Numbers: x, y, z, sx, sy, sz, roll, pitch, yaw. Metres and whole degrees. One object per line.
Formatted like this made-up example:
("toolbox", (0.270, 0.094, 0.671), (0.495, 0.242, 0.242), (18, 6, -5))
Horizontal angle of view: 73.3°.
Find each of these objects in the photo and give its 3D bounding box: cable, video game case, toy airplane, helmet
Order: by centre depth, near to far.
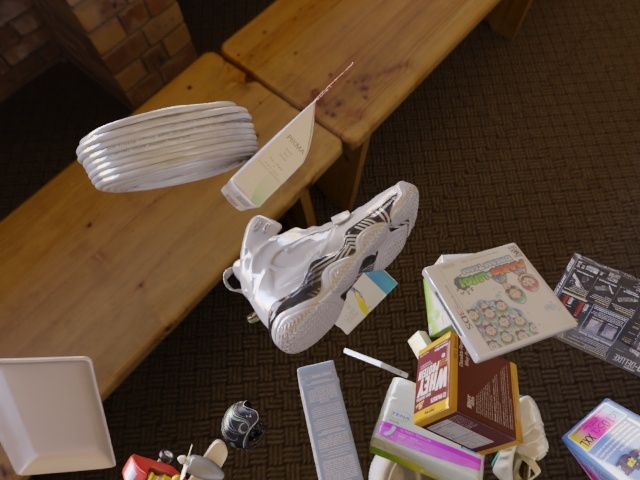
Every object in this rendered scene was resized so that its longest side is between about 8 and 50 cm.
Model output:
("video game case", (0.241, 0.078, 0.588), (0.157, 0.019, 0.143), (-14, 55, -16))
("cable", (-0.224, -0.135, 0.653), (0.257, 0.257, 0.089), (-9, 100, 34))
("toy airplane", (-0.484, 0.911, 1.466), (0.384, 0.272, 0.386), (-12, 79, 2))
("video game case", (0.207, 0.460, 1.614), (0.190, 0.173, 0.022), (7, 70, 49))
("helmet", (-0.311, 0.728, 1.706), (0.161, 0.169, 0.169), (20, 68, 33))

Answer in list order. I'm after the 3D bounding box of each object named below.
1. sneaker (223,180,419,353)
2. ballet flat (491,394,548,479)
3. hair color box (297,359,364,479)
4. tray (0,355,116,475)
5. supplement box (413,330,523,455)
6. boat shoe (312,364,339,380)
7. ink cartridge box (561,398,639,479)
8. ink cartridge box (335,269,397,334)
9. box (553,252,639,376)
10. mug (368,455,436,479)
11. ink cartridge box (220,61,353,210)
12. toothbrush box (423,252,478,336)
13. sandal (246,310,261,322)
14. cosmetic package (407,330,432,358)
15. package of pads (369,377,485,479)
("sneaker", (0.000, 0.000, 0.756), (0.210, 0.137, 0.366), (34, 72, 29))
("ballet flat", (0.621, 0.632, 1.309), (0.139, 0.400, 0.139), (-4, 34, 3))
("hair color box", (0.027, 0.553, 1.214), (0.114, 0.185, 0.374), (-11, 62, -7))
("tray", (-0.386, 0.252, 0.622), (0.145, 0.270, 0.030), (2, 35, -12))
("supplement box", (0.338, 0.353, 0.997), (0.194, 0.129, 0.191), (27, 46, -10))
("boat shoe", (0.017, 0.543, 1.734), (0.142, 0.040, 0.049), (21, 81, 48))
("ink cartridge box", (0.696, 0.508, 0.784), (0.151, 0.395, 0.270), (-41, 103, -6))
("ink cartridge box", (0.122, 0.186, 1.665), (0.197, 0.198, 0.270), (44, 90, -1))
("box", (0.813, 0.209, 1.198), (0.307, 0.076, 0.242), (24, 109, 18))
("mug", (0.322, 0.806, 1.350), (0.276, 0.328, 0.374), (-39, 80, -20))
("ink cartridge box", (-0.043, -0.136, 0.621), (0.225, 0.181, 0.056), (-44, 103, -11))
("toothbrush box", (0.417, 0.181, 1.349), (0.122, 0.283, 0.206), (-2, 71, 0))
("sandal", (-0.238, 0.329, 1.956), (0.120, 0.303, 0.086), (-34, 89, 21))
("cosmetic package", (0.339, 0.357, 1.399), (0.041, 0.060, 0.115), (13, 37, -35))
("package of pads", (0.313, 0.535, 1.219), (0.297, 0.101, 0.229), (15, 37, 18))
